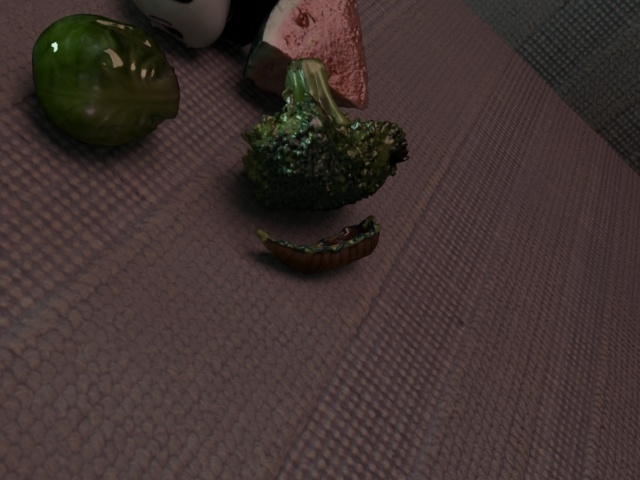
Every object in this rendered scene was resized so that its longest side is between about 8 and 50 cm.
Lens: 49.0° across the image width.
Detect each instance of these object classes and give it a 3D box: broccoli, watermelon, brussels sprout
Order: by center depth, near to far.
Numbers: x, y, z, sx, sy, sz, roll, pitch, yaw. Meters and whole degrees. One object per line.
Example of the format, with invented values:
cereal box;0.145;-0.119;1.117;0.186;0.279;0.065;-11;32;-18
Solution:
brussels sprout;-0.364;-0.271;1.193;0.244;0.244;0.244;23;45;-26
broccoli;0.001;-0.180;1.385;0.338;0.277;0.318;29;49;-30
watermelon;-0.015;-0.432;1.522;0.292;0.251;0.283;19;38;22

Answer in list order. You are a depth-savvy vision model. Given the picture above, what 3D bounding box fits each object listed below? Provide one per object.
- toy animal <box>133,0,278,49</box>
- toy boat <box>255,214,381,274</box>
toy animal;-0.258;-0.543;1.494;0.251;0.251;0.310;56;33;11
toy boat;-0.001;0.011;1.355;0.292;0.108;0.099;-9;96;-39
